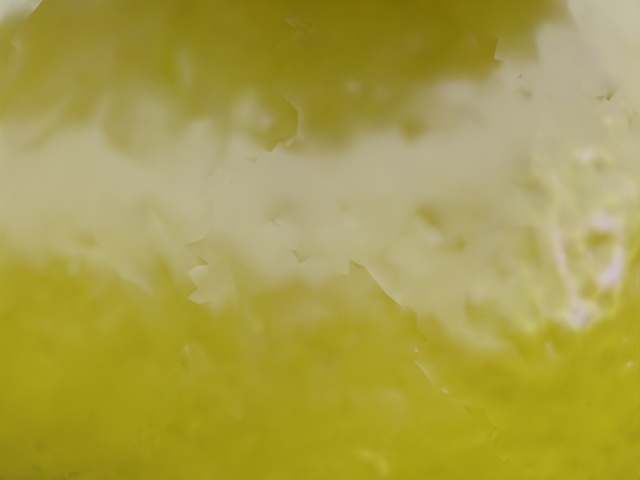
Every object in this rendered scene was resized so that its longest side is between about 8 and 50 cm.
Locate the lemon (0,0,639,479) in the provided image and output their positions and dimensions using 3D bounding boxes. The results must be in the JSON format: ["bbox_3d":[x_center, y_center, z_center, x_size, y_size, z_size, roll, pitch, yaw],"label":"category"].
[{"bbox_3d":[0.000,0.000,0.546,0.348,0.348,0.348,4,18,-1],"label":"lemon"}]
